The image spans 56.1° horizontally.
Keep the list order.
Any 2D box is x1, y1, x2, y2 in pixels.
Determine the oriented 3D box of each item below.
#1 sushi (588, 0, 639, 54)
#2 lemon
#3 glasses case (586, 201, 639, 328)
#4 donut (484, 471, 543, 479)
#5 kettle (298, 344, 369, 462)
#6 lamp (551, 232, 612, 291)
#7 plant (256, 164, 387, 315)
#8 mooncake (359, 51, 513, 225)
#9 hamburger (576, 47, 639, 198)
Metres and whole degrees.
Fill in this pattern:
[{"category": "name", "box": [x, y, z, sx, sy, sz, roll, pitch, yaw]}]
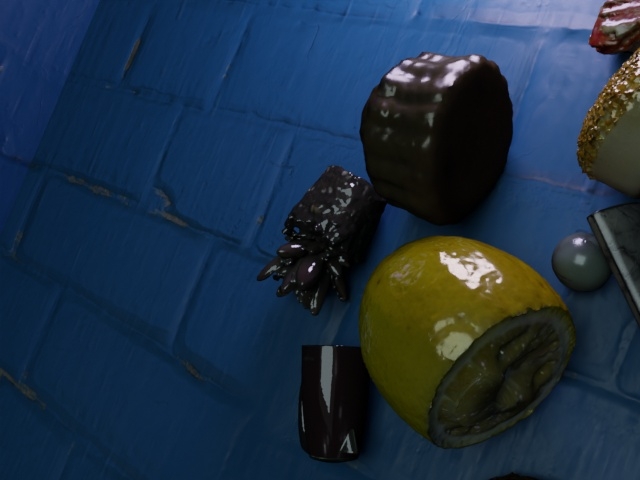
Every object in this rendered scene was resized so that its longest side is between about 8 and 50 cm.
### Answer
[{"category": "sushi", "box": [0.649, -0.448, 1.085, 0.332, 0.130, 0.124, -28, 67, 28]}, {"category": "lemon", "box": [0.224, 0.149, 1.044, 0.364, 0.364, 0.364, -10, 71, 30]}, {"category": "glasses case", "box": [0.538, 0.083, 0.976, 0.060, 0.114, 0.299, -50, 55, 59]}, {"category": "donut", "box": [0.335, 0.526, 0.995, 0.270, 0.103, 0.269, -9, 72, 31]}, {"category": "kettle", "box": [0.012, 0.335, 1.241, 0.202, 0.144, 0.232, -12, 71, 50]}, {"category": "lamp", "box": [0.464, 0.039, 1.061, 0.105, 0.105, 0.105, -10, 71, 30]}, {"category": "plant", "box": [0.000, 0.000, 1.323, 0.194, 0.182, 0.320, 31, 88, 35]}, {"category": "mooncake", "box": [0.223, -0.199, 1.159, 0.187, 0.324, 0.323, 22, 88, 36]}, {"category": "hamburger", "box": [0.550, -0.210, 0.983, 0.294, 0.276, 0.179, -40, 65, 1]}]
